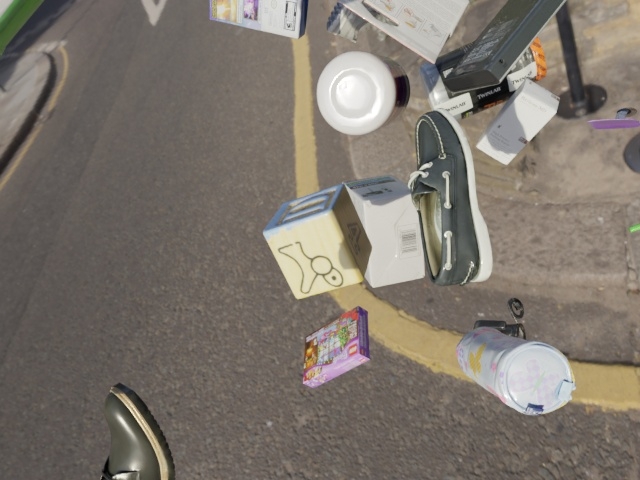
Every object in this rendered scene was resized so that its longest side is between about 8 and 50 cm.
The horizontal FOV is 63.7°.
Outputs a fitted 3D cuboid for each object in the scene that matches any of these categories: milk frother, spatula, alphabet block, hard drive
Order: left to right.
[{"bbox_3d":[0.000,0.000,1.285,0.192,0.197,0.193,-16,22,22],"label":"alphabet block"},{"bbox_3d":[0.531,0.251,1.529,0.134,0.129,0.143,-7,31,38],"label":"milk frother"},{"bbox_3d":[0.193,-0.213,0.525,0.135,0.022,0.094,-51,17,-1],"label":"hard drive"},{"bbox_3d":[0.624,-0.255,1.064,0.084,0.030,0.296,6,21,37],"label":"spatula"}]

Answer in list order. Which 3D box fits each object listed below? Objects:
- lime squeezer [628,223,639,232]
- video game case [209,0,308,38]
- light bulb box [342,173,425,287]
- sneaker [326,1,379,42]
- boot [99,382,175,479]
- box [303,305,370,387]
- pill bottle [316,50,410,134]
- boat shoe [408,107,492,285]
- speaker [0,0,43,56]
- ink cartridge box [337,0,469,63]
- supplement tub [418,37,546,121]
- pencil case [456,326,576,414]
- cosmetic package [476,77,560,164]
[{"bbox_3d":[0.938,-0.077,1.264,0.310,0.110,0.059,-19,57,19],"label":"lime squeezer"},{"bbox_3d":[-0.145,-0.652,1.240,0.244,0.269,0.061,16,37,9],"label":"video game case"},{"bbox_3d":[0.247,-0.053,2.089,0.225,0.358,0.361,-10,20,-8],"label":"light bulb box"},{"bbox_3d":[0.136,-0.700,1.476,0.281,0.115,0.105,-43,37,40],"label":"sneaker"},{"bbox_3d":[-0.224,0.265,0.534,0.137,0.198,0.077,-24,16,-37],"label":"boot"},{"bbox_3d":[0.054,0.387,1.864,0.293,0.057,0.201,-37,35,34],"label":"box"},{"bbox_3d":[0.118,-0.361,1.259,0.181,0.181,0.323,-19,10,22],"label":"pill bottle"},{"bbox_3d":[0.192,-0.076,0.832,0.091,0.114,0.302,-7,70,-14],"label":"boat shoe"},{"bbox_3d":[-0.274,-0.243,0.413,0.296,0.131,0.131,-18,42,37],"label":"speaker"},{"bbox_3d":[0.148,-0.508,1.101,0.261,0.296,0.066,-60,4,-31],"label":"ink cartridge box"},{"bbox_3d":[0.490,-0.504,1.573,0.338,0.207,0.207,-21,42,14],"label":"supplement tub"},{"bbox_3d":[0.336,0.222,0.918,0.124,0.273,0.113,6,86,-2],"label":"pencil case"},{"bbox_3d":[0.576,-0.344,1.514,0.085,0.117,0.231,-59,-1,-36],"label":"cosmetic package"}]
